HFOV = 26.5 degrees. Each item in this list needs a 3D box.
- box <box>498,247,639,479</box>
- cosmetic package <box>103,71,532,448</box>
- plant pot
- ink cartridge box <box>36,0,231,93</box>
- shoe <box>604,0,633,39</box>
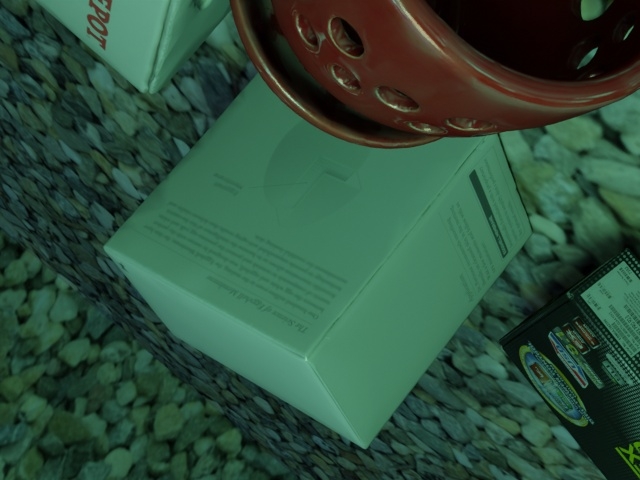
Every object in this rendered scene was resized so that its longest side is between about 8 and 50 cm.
[{"bbox_3d":[0.261,0.148,1.024,0.270,0.060,0.216,52,167,7],"label":"box"},{"bbox_3d":[0.000,0.000,1.049,0.224,0.225,0.138,26,157,38],"label":"cosmetic package"},{"bbox_3d":[0.061,-0.137,0.657,0.191,0.191,0.174,44,156,-12],"label":"plant pot"},{"bbox_3d":[-0.186,-0.307,0.804,0.395,0.166,0.285,41,162,-1],"label":"ink cartridge box"},{"bbox_3d":[0.235,-0.056,0.725,0.219,0.058,0.076,39,161,3],"label":"shoe"}]
